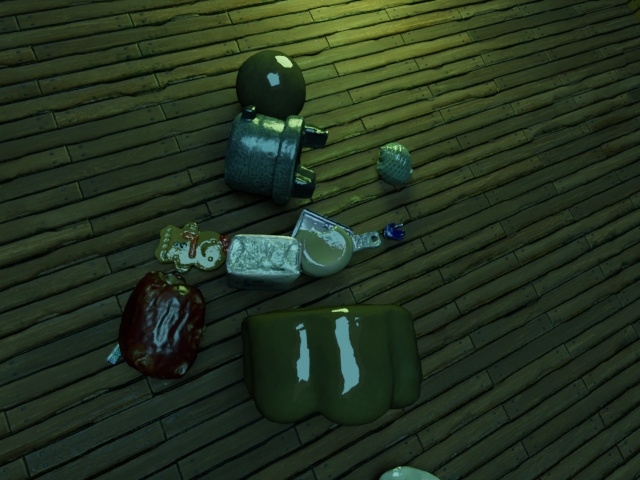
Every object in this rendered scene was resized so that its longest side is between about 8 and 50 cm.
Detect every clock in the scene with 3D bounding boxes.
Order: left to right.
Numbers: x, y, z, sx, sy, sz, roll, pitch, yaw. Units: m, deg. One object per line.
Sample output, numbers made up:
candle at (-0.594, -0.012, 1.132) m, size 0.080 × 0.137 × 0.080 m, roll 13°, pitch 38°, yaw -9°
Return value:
clock at (0.000, 0.001, 1.357) m, size 0.193 × 0.073 × 0.145 m, roll 24°, pitch 71°, yaw -6°

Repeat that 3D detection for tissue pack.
tissue pack at (-0.171, 0.071, 1.192) m, size 0.201 × 0.271 × 0.124 m, roll 1°, pitch 77°, yaw -13°

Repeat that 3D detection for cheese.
cheese at (0.056, 0.019, 1.286) m, size 0.286 × 0.082 × 0.163 m, roll -14°, pitch 79°, yaw -18°

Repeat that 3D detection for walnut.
walnut at (-0.406, 0.230, 1.124) m, size 0.243 × 0.221 × 0.269 m, roll 25°, pitch 78°, yaw -45°

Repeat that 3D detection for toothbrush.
toothbrush at (-0.511, 0.218, 1.196) m, size 0.030 × 0.030 × 0.304 m, roll 33°, pitch 72°, yaw -3°

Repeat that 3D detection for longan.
longan at (-0.165, -0.505, 1.388) m, size 0.248 × 0.248 × 0.249 m, roll 4°, pitch 74°, yaw -13°

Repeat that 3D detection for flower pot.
flower pot at (-0.132, -0.272, 1.299) m, size 0.282 × 0.299 × 0.299 m, roll 12°, pitch 72°, yaw -2°

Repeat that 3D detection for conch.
conch at (0.271, -0.278, 1.490) m, size 0.153 × 0.102 × 0.135 m, roll 36°, pitch 85°, yaw -2°

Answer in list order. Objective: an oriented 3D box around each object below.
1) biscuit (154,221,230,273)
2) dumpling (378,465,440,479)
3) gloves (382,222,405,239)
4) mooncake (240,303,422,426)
biscuit at (-0.389, 0.026, 1.278) m, size 0.225 × 0.036 × 0.166 m, roll 13°, pitch 71°, yaw -10°
dumpling at (0.230, 0.766, 1.138) m, size 0.317 × 0.187 × 0.243 m, roll 5°, pitch 77°, yaw -9°
gloves at (0.261, -0.034, 1.454) m, size 0.086 × 0.026 × 0.064 m, roll 4°, pitch 72°, yaw -12°
mooncake at (0.022, 0.302, 1.078) m, size 0.466 × 0.467 × 0.263 m, roll -1°, pitch 82°, yaw -14°
